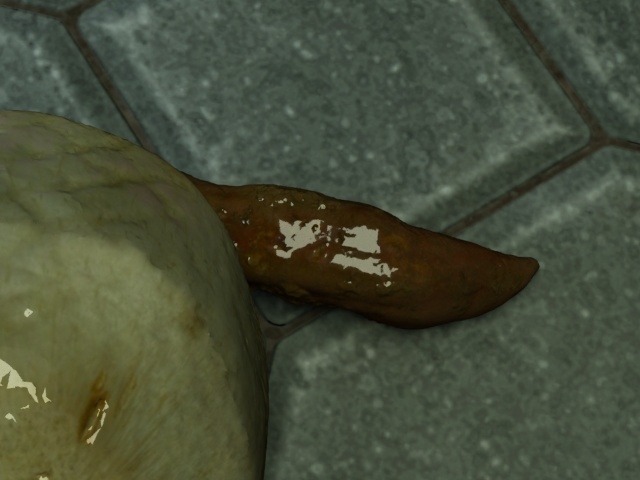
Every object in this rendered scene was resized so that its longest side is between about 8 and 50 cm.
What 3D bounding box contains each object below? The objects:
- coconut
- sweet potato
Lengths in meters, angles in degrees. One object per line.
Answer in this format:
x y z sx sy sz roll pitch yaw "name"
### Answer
-0.209 0.113 1.237 0.344 0.415 0.415 -18 73 1 "coconut"
0.002 0.008 1.401 0.354 0.095 0.106 12 31 -3 "sweet potato"
